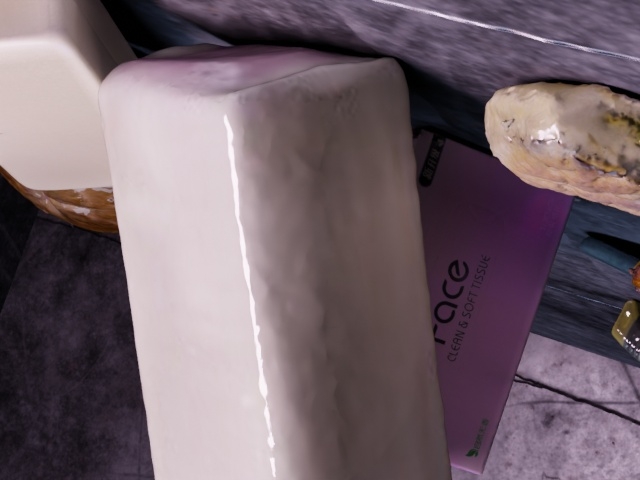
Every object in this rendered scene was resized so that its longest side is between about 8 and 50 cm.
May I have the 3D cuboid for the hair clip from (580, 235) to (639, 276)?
[{"bbox_3d":[0.437,0.179,1.426,0.392,0.238,0.318,17,178,28],"label":"hair clip"}]

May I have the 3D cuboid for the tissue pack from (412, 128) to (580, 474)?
[{"bbox_3d":[0.095,0.048,1.181,0.149,0.246,0.092,19,176,-17],"label":"tissue pack"}]

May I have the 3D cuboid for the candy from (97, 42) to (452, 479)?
[{"bbox_3d":[-0.036,0.043,1.008,0.145,0.358,0.208,-14,-168,-33],"label":"candy"}]

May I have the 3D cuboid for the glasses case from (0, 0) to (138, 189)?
[{"bbox_3d":[-0.208,-0.117,1.106,0.131,0.070,0.313,-4,164,7],"label":"glasses case"}]

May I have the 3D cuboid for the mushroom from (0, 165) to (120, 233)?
[{"bbox_3d":[-0.231,-0.103,1.379,0.278,0.146,0.278,23,156,10],"label":"mushroom"}]

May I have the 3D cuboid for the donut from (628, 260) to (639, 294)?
[{"bbox_3d":[0.325,0.035,1.042,0.199,0.085,0.233,17,176,24],"label":"donut"}]

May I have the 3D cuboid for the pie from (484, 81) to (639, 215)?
[{"bbox_3d":[0.200,-0.039,0.884,0.218,0.052,0.185,18,175,-4],"label":"pie"}]

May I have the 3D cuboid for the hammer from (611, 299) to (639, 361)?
[{"bbox_3d":[0.466,0.159,1.817,0.226,0.158,0.041,32,180,26],"label":"hammer"}]
